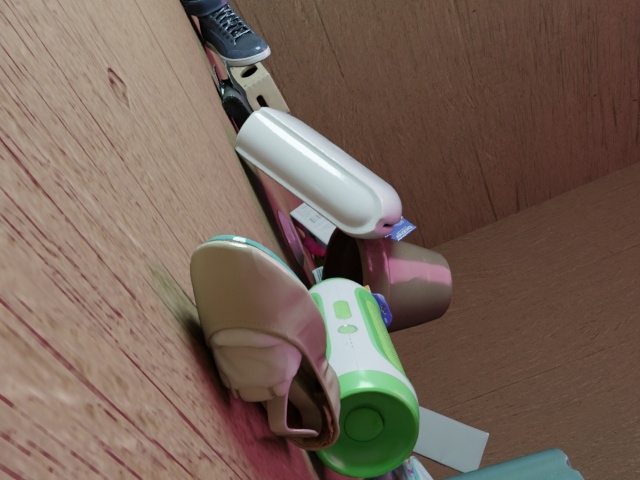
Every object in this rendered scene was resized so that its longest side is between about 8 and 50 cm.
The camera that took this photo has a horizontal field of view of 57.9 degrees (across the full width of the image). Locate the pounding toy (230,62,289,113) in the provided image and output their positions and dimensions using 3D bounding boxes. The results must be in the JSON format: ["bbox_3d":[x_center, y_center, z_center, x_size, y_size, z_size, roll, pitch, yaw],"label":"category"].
[{"bbox_3d":[-0.190,-0.423,1.503,0.206,0.094,0.181,57,0,44],"label":"pounding toy"}]

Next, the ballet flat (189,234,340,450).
[{"bbox_3d":[-0.032,0.097,0.438,0.248,0.086,0.086,65,3,-49],"label":"ballet flat"}]

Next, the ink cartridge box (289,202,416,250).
[{"bbox_3d":[0.081,-0.038,1.481,0.311,0.186,0.065,39,-19,44],"label":"ink cartridge box"}]

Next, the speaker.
[{"bbox_3d":[0.034,0.149,0.713,0.296,0.131,0.131,-104,171,-72],"label":"speaker"}]

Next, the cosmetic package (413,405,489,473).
[{"bbox_3d":[0.239,0.425,1.275,0.127,0.238,0.107,64,44,-71],"label":"cosmetic package"}]

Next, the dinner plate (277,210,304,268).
[{"bbox_3d":[-0.060,-0.004,1.280,0.141,0.017,0.141,-23,90,-86],"label":"dinner plate"}]

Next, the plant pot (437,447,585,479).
[{"bbox_3d":[0.340,0.562,1.055,0.341,0.334,0.341,-22,90,-87],"label":"plant pot"}]

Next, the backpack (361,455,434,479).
[{"bbox_3d":[0.092,0.312,0.599,0.182,0.115,0.152,-112,176,-84],"label":"backpack"}]

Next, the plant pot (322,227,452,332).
[{"bbox_3d":[0.148,0.092,1.240,0.263,0.229,0.263,-179,-90,-72],"label":"plant pot"}]

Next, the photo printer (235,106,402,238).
[{"bbox_3d":[0.016,-0.116,1.077,0.307,0.107,0.256,37,12,8],"label":"photo printer"}]

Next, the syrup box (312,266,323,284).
[{"bbox_3d":[0.110,0.091,1.462,0.093,0.237,0.096,-108,175,-52],"label":"syrup box"}]

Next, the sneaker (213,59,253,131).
[{"bbox_3d":[-0.157,-0.262,1.138,0.089,0.051,0.170,-105,168,-45],"label":"sneaker"}]

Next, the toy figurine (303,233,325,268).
[{"bbox_3d":[0.000,0.000,1.628,0.173,0.130,0.159,44,0,30],"label":"toy figurine"}]

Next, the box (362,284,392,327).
[{"bbox_3d":[0.046,0.131,0.955,0.028,0.136,0.081,-106,173,-69],"label":"box"}]

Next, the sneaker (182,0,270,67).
[{"bbox_3d":[-0.189,-0.435,1.116,0.226,0.086,0.163,38,-24,39],"label":"sneaker"}]
